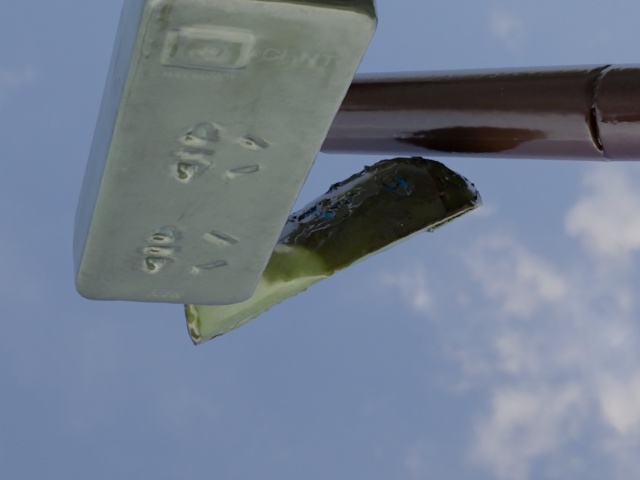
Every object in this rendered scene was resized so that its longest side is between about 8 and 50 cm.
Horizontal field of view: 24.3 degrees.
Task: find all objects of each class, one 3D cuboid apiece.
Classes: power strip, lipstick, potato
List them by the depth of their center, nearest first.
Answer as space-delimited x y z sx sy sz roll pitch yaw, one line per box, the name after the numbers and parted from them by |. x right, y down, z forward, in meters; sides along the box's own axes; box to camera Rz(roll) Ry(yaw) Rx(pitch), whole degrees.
-0.044 -0.062 0.632 0.093 0.288 0.053 4 -122 -15 | power strip
0.129 -0.073 0.854 0.057 0.357 0.057 -5 -83 -45 | lipstick
0.000 0.000 0.895 0.054 0.198 0.119 63 -153 1 | potato
